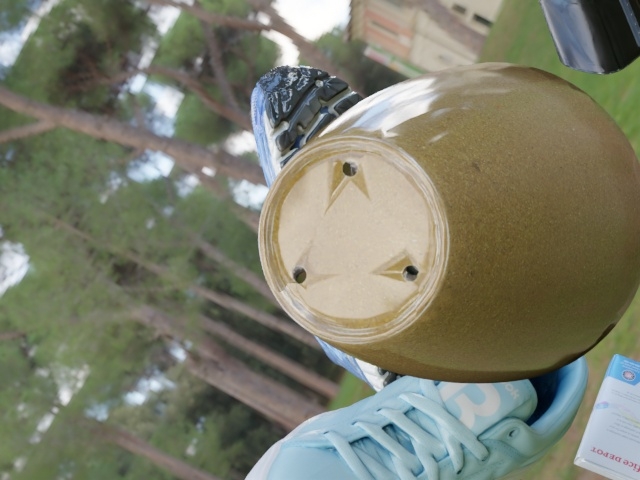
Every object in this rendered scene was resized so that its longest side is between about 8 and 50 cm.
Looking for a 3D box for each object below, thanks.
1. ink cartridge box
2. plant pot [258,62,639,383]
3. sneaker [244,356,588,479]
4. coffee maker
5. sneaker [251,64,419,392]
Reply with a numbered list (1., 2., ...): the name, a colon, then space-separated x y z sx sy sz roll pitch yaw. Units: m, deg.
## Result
1. ink cartridge box: 0.333 0.197 1.277 0.052 0.089 0.122 79 -146 -70
2. plant pot: 0.069 -0.007 0.776 0.254 0.237 0.237 -6 -54 -63
3. sneaker: 0.086 0.147 0.947 0.366 0.135 0.150 -18 -34 -49
4. coffee maker: 0.275 -0.272 1.290 0.171 0.178 0.120 -27 30 5
5. sneaker: 0.000 0.000 1.058 0.130 0.147 0.330 -39 -57 -32
